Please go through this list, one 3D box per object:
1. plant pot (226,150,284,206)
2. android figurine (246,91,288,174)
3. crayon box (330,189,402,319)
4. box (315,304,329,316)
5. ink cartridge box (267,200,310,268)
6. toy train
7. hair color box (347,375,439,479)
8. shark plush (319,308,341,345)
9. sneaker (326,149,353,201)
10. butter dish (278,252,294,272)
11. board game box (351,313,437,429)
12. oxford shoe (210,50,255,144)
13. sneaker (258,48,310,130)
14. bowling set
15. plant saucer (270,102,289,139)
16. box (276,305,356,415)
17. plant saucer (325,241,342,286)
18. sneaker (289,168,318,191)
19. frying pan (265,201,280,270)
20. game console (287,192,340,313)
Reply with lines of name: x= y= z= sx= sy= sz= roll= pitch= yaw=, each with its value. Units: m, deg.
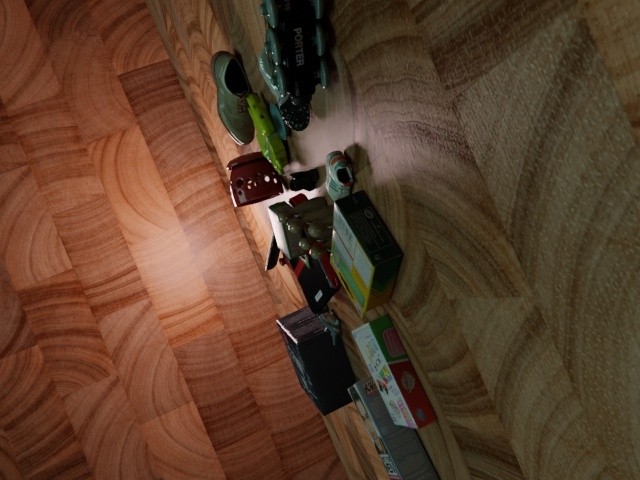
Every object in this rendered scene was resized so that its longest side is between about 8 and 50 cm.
plant pot: x=-0.246 y=-0.228 z=2.321 sx=0.191 sy=0.191 sz=0.174 roll=173 pitch=80 yaw=-76
android figurine: x=-0.178 y=-0.351 z=2.110 sx=0.248 sy=0.056 sz=0.272 roll=112 pitch=135 yaw=-79
crayon box: x=0.108 y=0.045 z=1.618 sx=0.203 sy=0.083 sz=0.323 roll=61 pitch=165 yaw=25
box: x=-0.009 y=0.250 z=2.471 sx=0.083 sy=0.052 sz=0.062 roll=64 pitch=168 yaw=10
ink cartridge box: x=-0.100 y=-0.009 z=2.002 sx=0.109 sy=0.062 sz=0.209 roll=40 pitch=148 yaw=58
toy train: x=-0.065 y=-0.461 z=1.367 sx=0.333 sy=0.142 sz=0.190 roll=84 pitch=168 yaw=-51
hair color box: x=0.227 y=0.619 z=2.033 sx=0.185 sy=0.114 sz=0.374 roll=107 pitch=139 yaw=-70
shark plush: x=0.037 y=0.329 z=2.391 sx=0.073 sy=0.067 sz=0.161 roll=55 pitch=162 yaw=41
sneaker: x=0.051 y=-0.143 z=1.580 sx=0.075 sy=0.057 sz=0.161 roll=-119 pitch=16 yaw=-46
butter dish: x=-0.100 y=0.062 z=2.374 sx=0.160 sy=0.118 sz=0.160 roll=-128 pitch=20 yaw=-50
board game box: x=0.206 y=0.382 z=1.831 sx=0.316 sy=0.064 sz=0.242 roll=65 pitch=166 yaw=8
oxford shoe: x=-0.302 y=-0.494 z=2.248 sx=0.130 sy=0.123 sz=0.348 roll=37 pitch=148 yaw=55
sneaker: x=-0.091 y=-0.404 z=1.685 sx=0.237 sy=0.085 sz=0.086 roll=64 pitch=-167 yaw=-3
bowling set: x=0.000 y=0.000 z=1.805 sx=0.287 sy=0.154 sz=0.199 roll=31 pitch=142 yaw=69
plant saucer: x=-0.123 y=-0.372 z=1.958 sx=0.119 sy=0.021 sz=0.119 roll=60 pitch=164 yaw=29
box: x=-0.013 y=0.484 z=2.604 sx=0.312 sy=0.179 sz=0.343 roll=26 pitch=138 yaw=68
plant saucer: x=0.023 y=0.078 z=2.099 sx=0.200 sy=0.037 sz=0.200 roll=60 pitch=165 yaw=27
sneaker: x=-0.057 y=-0.174 z=1.882 sx=0.051 sy=0.089 sz=0.170 roll=65 pitch=166 yaw=7
frying pan: x=-0.178 y=-0.002 z=2.453 sx=0.326 sy=0.053 sz=0.197 roll=-90 pitch=13 yaw=-67
game console: x=-0.039 y=0.050 z=2.098 sx=0.341 sy=0.060 sz=0.386 roll=65 pitch=164 yaw=13
